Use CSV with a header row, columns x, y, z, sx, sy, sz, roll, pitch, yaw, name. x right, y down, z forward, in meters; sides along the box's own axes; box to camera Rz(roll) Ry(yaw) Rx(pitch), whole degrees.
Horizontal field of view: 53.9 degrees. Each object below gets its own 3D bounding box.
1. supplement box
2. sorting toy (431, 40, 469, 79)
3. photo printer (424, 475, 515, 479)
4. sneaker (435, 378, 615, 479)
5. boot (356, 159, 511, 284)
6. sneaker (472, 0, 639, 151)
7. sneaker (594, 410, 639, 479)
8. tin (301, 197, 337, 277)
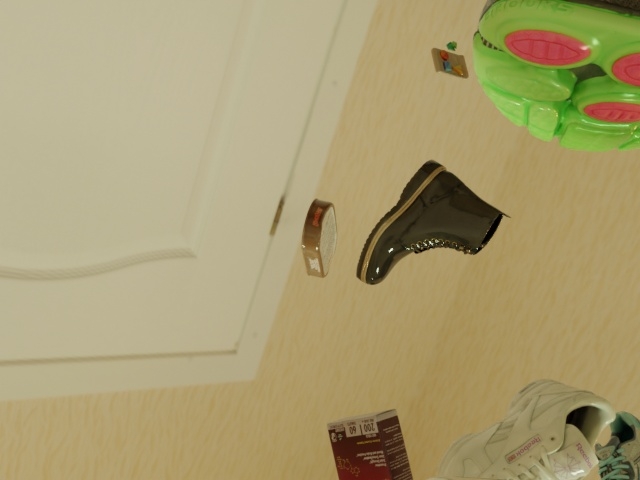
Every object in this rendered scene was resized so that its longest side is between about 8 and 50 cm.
x,y,z,sx,sy,sz,roll,pitch,yaw,name
0.104,0.455,1.202,0.130,0.239,0.073,-23,164,37,supplement box
0.219,-0.313,1.073,0.062,0.012,0.083,7,-122,-18,sorting toy
0.209,0.295,0.413,0.308,0.107,0.256,12,-123,-23,photo printer
0.275,0.298,0.858,0.114,0.305,0.152,55,158,-9,sneaker
0.149,0.005,0.861,0.137,0.197,0.077,38,-165,26,boot
0.341,-0.204,0.554,0.483,0.202,0.185,-9,166,-16,sneaker
0.529,0.423,1.118,0.122,0.110,0.283,47,-137,-2,sneaker
0.000,0.000,1.162,0.040,0.106,0.189,16,155,13,tin
